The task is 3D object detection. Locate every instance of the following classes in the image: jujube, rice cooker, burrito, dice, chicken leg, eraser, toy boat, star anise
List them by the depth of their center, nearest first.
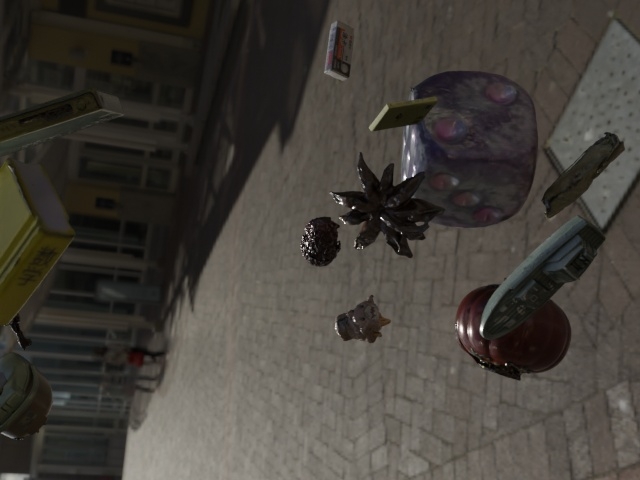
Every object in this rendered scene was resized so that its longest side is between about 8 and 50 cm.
[{"bbox_3d":[-0.468,0.006,1.137,0.226,0.069,0.158,-48,58,23],"label":"eraser"},{"bbox_3d":[0.360,0.072,1.255,0.260,0.078,0.085,-48,26,17],"label":"toy boat"},{"bbox_3d":[0.100,-0.050,1.274,0.065,0.182,0.195,-51,-9,-53],"label":"star anise"},{"bbox_3d":[-0.617,0.311,1.519,0.145,0.127,0.206,-48,38,-9],"label":"rice cooker"},{"bbox_3d":[0.558,-0.138,1.634,0.229,0.063,0.058,-51,-10,28],"label":"burrito"},{"bbox_3d":[0.042,-0.411,1.646,0.029,0.052,0.122,-12,65,52],"label":"eraser"},{"bbox_3d":[0.329,-0.205,1.728,0.270,0.272,0.270,93,180,-58],"label":"dice"},{"bbox_3d":[-0.004,0.001,1.927,0.165,0.104,0.104,90,175,-50],"label":"jujube"},{"bbox_3d":[-0.857,0.217,2.096,0.105,0.051,0.253,59,165,29],"label":"chicken leg"}]

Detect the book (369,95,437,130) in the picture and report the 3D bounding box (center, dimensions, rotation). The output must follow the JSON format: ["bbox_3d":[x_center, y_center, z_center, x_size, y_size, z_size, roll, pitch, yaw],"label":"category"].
[{"bbox_3d":[0.150,-0.231,1.380,0.014,0.111,0.077,67,150,18],"label":"book"}]

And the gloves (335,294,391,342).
[{"bbox_3d":[0.108,0.221,2.050,0.144,0.094,0.110,-34,51,14],"label":"gloves"}]

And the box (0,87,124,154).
[{"bbox_3d":[-0.463,-0.182,1.217,0.211,0.270,0.045,-110,1,-82],"label":"box"}]

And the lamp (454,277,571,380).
[{"bbox_3d":[0.510,0.233,2.019,0.303,0.303,0.256,-176,104,-75],"label":"lamp"}]
